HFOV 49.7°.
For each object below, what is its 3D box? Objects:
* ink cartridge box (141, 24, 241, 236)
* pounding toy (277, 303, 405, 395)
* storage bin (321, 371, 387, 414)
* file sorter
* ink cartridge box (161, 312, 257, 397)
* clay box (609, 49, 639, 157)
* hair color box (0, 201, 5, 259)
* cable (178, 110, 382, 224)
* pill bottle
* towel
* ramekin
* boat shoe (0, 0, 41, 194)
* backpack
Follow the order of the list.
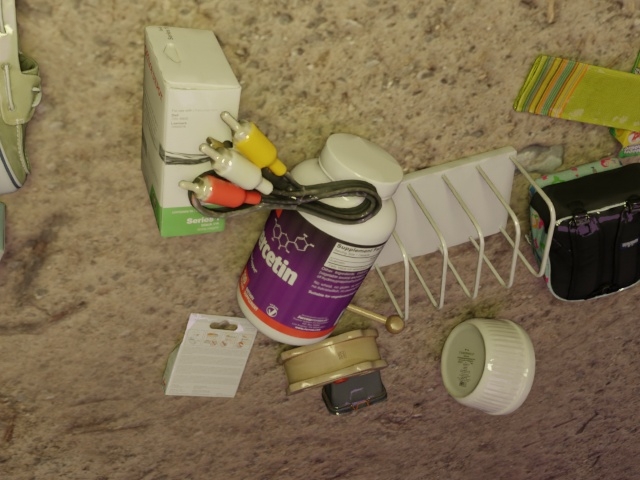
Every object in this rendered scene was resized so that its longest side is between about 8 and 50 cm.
[{"bbox_3d":[-0.173,-0.140,0.888,0.092,0.160,0.220,-5,133,-22],"label":"ink cartridge box"},{"bbox_3d":[0.039,0.199,1.369,0.269,0.155,0.154,-18,165,6],"label":"pounding toy"},{"bbox_3d":[0.071,0.302,1.468,0.135,0.098,0.091,-14,125,-11],"label":"storage bin"},{"bbox_3d":[0.235,-0.006,1.186,0.277,0.173,0.193,-16,136,-9],"label":"file sorter"},{"bbox_3d":[-0.209,0.212,1.306,0.145,0.045,0.180,10,108,-30],"label":"ink cartridge box"},{"bbox_3d":[0.590,-0.250,1.195,0.127,0.053,0.222,-9,135,-13],"label":"clay box"},{"bbox_3d":[-0.618,0.002,0.862,0.374,0.114,0.185,17,122,-35],"label":"hair color box"},{"bbox_3d":[-0.045,-0.051,0.859,0.287,0.072,0.139,24,114,-35],"label":"cable"},{"bbox_3d":[0.000,0.000,1.082,0.181,0.182,0.323,8,127,-29],"label":"pill bottle"},{"bbox_3d":[0.441,-0.236,1.128,0.237,0.021,0.102,7,133,-13],"label":"towel"},{"bbox_3d":[0.347,0.262,1.472,0.108,0.207,0.207,14,125,-22],"label":"ramekin"},{"bbox_3d":[-0.373,-0.186,0.799,0.094,0.109,0.303,-11,132,-17],"label":"boat shoe"},{"bbox_3d":[0.499,-0.013,1.276,0.225,0.191,0.254,-16,129,6],"label":"backpack"}]
